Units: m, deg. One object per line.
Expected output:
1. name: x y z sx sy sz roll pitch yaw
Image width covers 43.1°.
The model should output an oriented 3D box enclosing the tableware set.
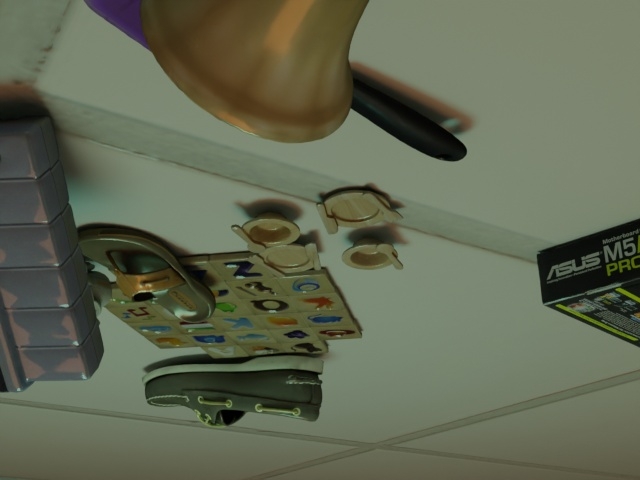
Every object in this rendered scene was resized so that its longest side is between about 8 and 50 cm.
1. tableware set: 0.000 0.000 0.774 0.169 0.020 0.141 -9 152 15

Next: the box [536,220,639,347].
1. box: 0.389 0.047 0.831 0.270 0.060 0.216 22 149 -38

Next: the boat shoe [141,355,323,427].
1. boat shoe: -0.137 0.228 1.195 0.305 0.091 0.109 -9 162 25

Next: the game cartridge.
1. game cartridge: -0.369 0.021 0.651 0.355 0.068 0.230 -2 113 6

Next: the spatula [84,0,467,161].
1. spatula: -0.008 -0.104 0.539 0.296 0.030 0.084 16 166 -34

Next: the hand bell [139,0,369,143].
1. hand bell: 0.024 -0.164 0.354 0.126 0.126 0.242 15 141 -28

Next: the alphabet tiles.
1. alphabet tiles: -0.108 0.090 0.998 0.285 0.011 0.342 -5 155 12

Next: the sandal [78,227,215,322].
1. sandal: -0.174 0.044 0.831 0.072 0.049 0.180 -19 136 27

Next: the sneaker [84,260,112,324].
1. sneaker: -0.271 0.038 0.809 0.121 0.099 0.262 -3 163 -15
